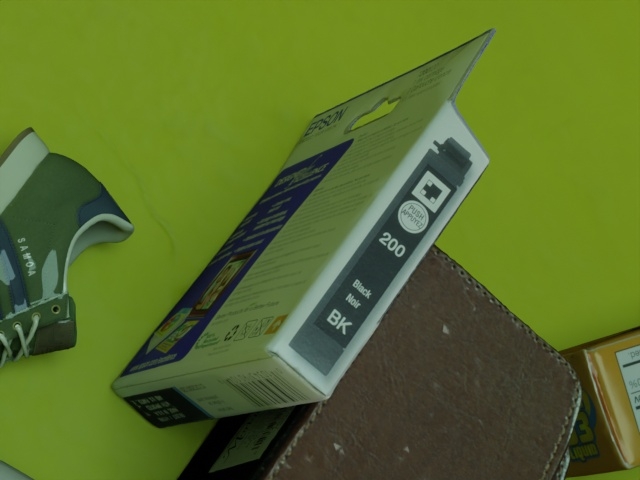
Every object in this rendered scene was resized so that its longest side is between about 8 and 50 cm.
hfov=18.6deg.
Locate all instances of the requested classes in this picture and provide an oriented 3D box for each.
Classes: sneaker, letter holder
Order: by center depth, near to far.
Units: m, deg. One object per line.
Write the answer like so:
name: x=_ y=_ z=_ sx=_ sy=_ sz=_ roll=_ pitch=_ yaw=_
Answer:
letter holder: x=0.023 y=0.191 z=0.997 sx=0.214 sy=0.152 sz=0.302 roll=40 pitch=66 yaw=-10
sneaker: x=-0.165 y=0.036 z=1.005 sx=0.086 sy=0.064 sz=0.192 roll=34 pitch=62 yaw=-6

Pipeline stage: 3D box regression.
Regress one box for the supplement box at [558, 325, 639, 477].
supplement box: x=0.243 y=0.073 z=1.154 sx=0.233 sy=0.078 sz=0.080 roll=-12 pitch=84 yaw=-23

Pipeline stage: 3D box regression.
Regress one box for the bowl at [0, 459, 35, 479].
bowl: x=-0.184 y=0.163 z=0.945 sx=0.142 sy=0.053 sz=0.142 roll=28 pitch=62 yaw=12

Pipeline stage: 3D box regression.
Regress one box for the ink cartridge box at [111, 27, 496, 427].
ink cartridge box: x=0.000 y=0.000 z=1.005 sx=0.045 sy=0.206 sz=0.208 roll=41 pitch=66 yaw=-14
